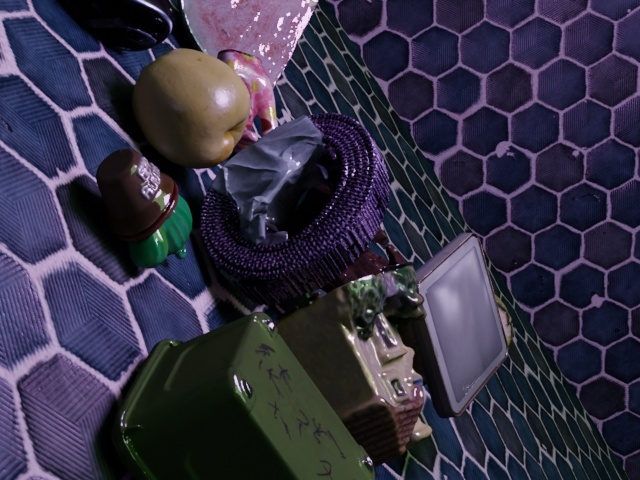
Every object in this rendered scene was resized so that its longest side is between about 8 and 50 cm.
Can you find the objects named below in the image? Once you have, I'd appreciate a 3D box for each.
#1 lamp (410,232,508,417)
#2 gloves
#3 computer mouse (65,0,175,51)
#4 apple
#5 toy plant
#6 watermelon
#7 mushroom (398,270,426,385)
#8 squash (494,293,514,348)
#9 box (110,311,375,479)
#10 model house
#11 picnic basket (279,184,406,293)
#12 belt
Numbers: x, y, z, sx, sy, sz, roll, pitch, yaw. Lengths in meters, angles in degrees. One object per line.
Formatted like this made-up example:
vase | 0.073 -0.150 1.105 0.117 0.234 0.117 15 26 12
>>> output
lamp | 0.252 0.149 1.843 0.266 0.047 0.269 -34 112 -49
gloves | -0.154 -0.239 1.950 0.145 0.126 0.241 28 63 -67
computer mouse | -0.343 -0.401 1.657 0.233 0.137 0.096 43 45 -25
apple | -0.206 -0.215 1.648 0.200 0.200 0.200 50 19 -25
toy plant | -0.235 -0.031 1.402 0.143 0.105 0.200 -87 154 -48
watermelon | -0.128 -0.416 2.117 0.283 0.292 0.250 -61 147 -71
mushroom | 0.137 0.152 1.897 0.301 0.208 0.233 40 41 -56
squash | 0.359 0.201 2.435 0.220 0.220 0.133 55 21 -13
box | -0.076 0.260 1.222 0.329 0.177 0.253 54 20 -15
model house | 0.077 0.209 1.590 0.321 0.261 0.266 -3 65 -62
picnic basket | 0.000 0.000 1.790 0.222 0.129 0.297 48 -9 -32
belt | -0.039 -0.058 1.605 0.260 0.325 0.122 39 -7 32
